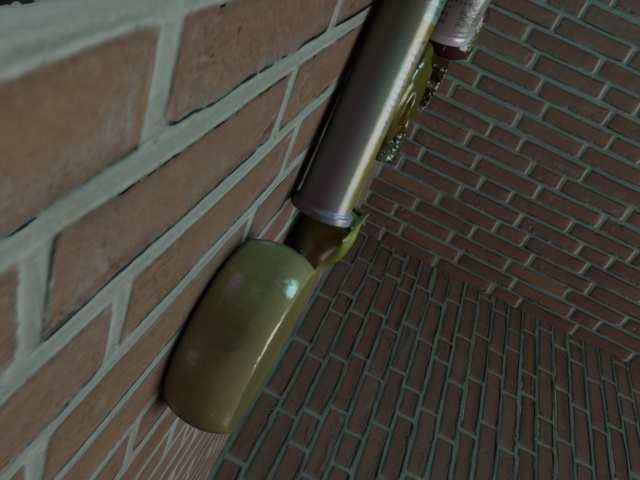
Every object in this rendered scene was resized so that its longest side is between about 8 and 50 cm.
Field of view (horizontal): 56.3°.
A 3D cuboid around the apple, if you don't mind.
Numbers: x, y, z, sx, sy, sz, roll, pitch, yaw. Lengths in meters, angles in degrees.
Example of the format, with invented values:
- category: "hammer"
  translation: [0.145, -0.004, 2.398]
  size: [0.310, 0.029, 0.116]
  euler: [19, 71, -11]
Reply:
- category: "apple"
  translation: [0.000, 0.000, 1.257]
  size: [0.193, 0.120, 0.265]
  euler: [-51, 177, 17]

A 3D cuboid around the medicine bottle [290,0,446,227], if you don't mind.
- category: "medicine bottle"
  translation: [0.084, -0.231, 0.922]
  size: [0.426, 0.108, 0.108]
  euler: [-66, 175, 17]

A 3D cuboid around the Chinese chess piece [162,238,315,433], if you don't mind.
- category: "Chinese chess piece"
  translation: [-0.105, 0.126, 0.808]
  size: [0.273, 0.102, 0.273]
  euler: [-61, 175, -10]

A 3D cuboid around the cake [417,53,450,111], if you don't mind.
- category: "cake"
  translation: [0.263, -0.446, 1.642]
  size: [0.147, 0.135, 0.134]
  euler: [-60, 179, 31]

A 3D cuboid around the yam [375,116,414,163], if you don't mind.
- category: "yam"
  translation: [0.225, -0.350, 1.908]
  size: [0.194, 0.107, 0.107]
  euler: [-66, 175, 29]

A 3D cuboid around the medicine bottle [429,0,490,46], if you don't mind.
- category: "medicine bottle"
  translation: [0.285, -0.537, 1.190]
  size: [0.152, 0.152, 0.254]
  euler: [-59, 174, -48]

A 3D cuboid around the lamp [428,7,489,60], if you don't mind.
- category: "lamp"
  translation: [0.422, -0.676, 1.862]
  size: [0.258, 0.180, 0.180]
  euler: [-66, 175, 27]

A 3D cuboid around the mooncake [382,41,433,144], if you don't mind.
- category: "mooncake"
  translation: [0.155, -0.315, 1.234]
  size: [0.234, 0.117, 0.235]
  euler: [-60, 174, -11]
